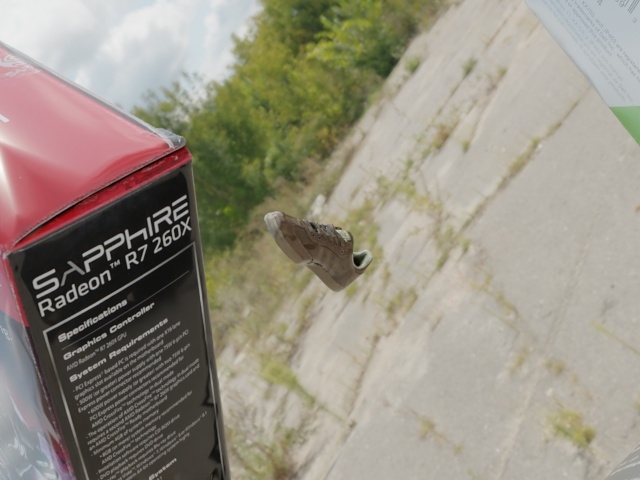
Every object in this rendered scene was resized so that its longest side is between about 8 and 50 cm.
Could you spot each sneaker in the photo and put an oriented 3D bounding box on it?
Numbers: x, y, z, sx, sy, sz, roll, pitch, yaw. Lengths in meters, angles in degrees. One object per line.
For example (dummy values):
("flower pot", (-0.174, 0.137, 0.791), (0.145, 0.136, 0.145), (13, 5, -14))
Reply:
("sneaker", (0.000, 0.000, 1.056), (0.071, 0.066, 0.188), (-37, -36, 9))

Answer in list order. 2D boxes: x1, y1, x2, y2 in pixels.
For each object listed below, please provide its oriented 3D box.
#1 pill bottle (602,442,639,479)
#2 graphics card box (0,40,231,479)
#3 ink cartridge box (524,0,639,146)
("pill bottle", (0.169, 0.180, 0.364), (0.279, 0.162, 0.162), (-23, -19, -42))
("graphics card box", (-0.158, 0.076, 0.474), (0.094, 0.233, 0.370), (-36, -39, -34))
("ink cartridge box", (0.240, -0.166, 0.374), (0.119, 0.207, 0.353), (-29, -15, -13))
